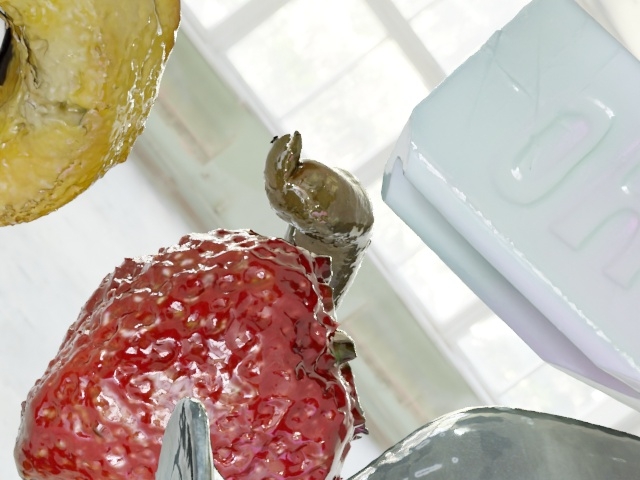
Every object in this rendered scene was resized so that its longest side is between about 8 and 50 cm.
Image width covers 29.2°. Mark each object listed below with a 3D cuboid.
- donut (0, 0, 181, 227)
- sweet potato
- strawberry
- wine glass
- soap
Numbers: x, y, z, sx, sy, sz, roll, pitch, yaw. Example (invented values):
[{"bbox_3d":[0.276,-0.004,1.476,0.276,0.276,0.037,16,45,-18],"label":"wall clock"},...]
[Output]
[{"bbox_3d":[-0.206,-0.125,0.715,0.253,0.253,0.118,52,23,-14],"label":"donut"},{"bbox_3d":[0.002,-0.003,1.229,0.098,0.124,0.310,29,-34,22],"label":"sweet potato"},{"bbox_3d":[-0.106,0.124,0.969,0.257,0.276,0.257,163,-90,-79],"label":"strawberry"},{"bbox_3d":[0.046,0.135,0.559,0.241,0.126,0.126,7,23,-16],"label":"wine glass"},{"bbox_3d":[0.229,-0.005,0.959,0.347,0.208,0.115,46,-15,8],"label":"soap"}]
